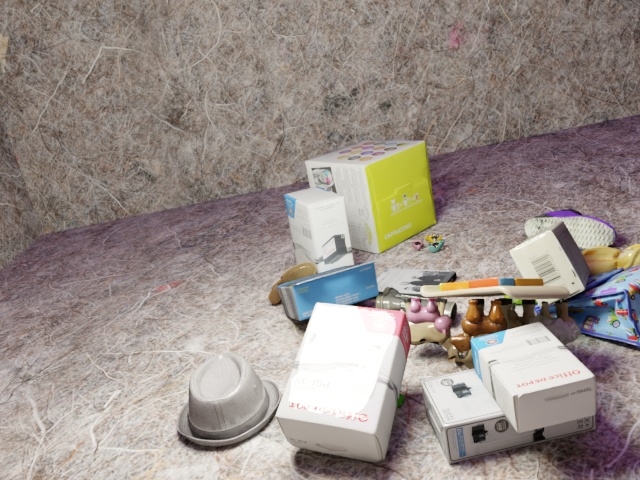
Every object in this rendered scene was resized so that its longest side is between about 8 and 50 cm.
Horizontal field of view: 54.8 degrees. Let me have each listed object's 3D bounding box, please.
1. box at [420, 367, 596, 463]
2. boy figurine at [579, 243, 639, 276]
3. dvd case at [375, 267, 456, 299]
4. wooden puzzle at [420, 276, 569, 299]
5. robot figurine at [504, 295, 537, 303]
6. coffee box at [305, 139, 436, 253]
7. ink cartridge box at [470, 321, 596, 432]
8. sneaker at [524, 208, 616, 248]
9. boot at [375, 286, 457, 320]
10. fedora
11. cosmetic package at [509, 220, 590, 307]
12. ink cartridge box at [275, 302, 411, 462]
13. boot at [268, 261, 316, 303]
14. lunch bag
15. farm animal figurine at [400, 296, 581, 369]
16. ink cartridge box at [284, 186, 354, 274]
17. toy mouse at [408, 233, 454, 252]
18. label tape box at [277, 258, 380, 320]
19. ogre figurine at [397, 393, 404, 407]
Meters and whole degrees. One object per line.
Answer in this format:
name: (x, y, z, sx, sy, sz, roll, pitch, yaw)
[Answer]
box: (0.360, 0.319, 1.204, 0.289, 0.087, 0.169, -13, 19, -3)
boy figurine: (0.772, 0.052, 1.737, 0.285, 0.092, 0.177, 4, 21, 45)
dvd case: (0.272, 0.132, 1.880, 0.238, 0.030, 0.179, 0, 20, 33)
wooden puzzle: (0.370, 0.102, 1.321, 0.220, 0.045, 0.238, 4, -5, -38)
robot figurine: (0.544, 0.137, 1.654, 0.115, 0.067, 0.101, -3, 17, 24)
coffee box: (0.198, -0.182, 2.359, 0.337, 0.339, 0.334, -26, 24, -35)
ink cartridge box: (0.384, 0.245, 1.131, 0.148, 0.086, 0.203, -13, 21, -3)
sneaker: (0.823, -0.053, 1.987, 0.146, 0.102, 0.293, -24, 22, -34)
boot: (0.270, 0.176, 1.695, 0.208, 0.076, 0.189, -2, 9, 18)
fedora: (-0.220, 0.343, 1.416, 0.243, 0.125, 0.275, -9, 19, 6)
cosmetic package: (0.582, 0.052, 1.545, 0.113, 0.160, 0.309, -30, -9, 25)
ink cartridge box: (0.056, 0.279, 1.258, 0.207, 0.117, 0.283, 4, 48, 19)
boot: (-0.081, 0.114, 1.986, 0.197, 0.073, 0.152, -36, 5, 19)
lunch bag: (0.689, 0.146, 1.501, 0.220, 0.138, 0.293, -23, 6, -30)
farm animal figurine: (0.355, 0.216, 1.385, 0.326, 0.173, 0.330, 1, -4, -17)
ink cartridge box: (0.000, 0.000, 1.999, 0.128, 0.308, 0.223, -16, 19, -20)
toy mouse: (0.374, 0.019, 2.152, 0.160, 0.031, 0.143, -2, 20, 26)
label tape box: (0.026, 0.141, 1.730, 0.240, 0.106, 0.333, -16, -1, -13)
ogre figurine: (0.081, 0.319, 1.359, 0.196, 0.097, 0.118, -18, 28, 15)
